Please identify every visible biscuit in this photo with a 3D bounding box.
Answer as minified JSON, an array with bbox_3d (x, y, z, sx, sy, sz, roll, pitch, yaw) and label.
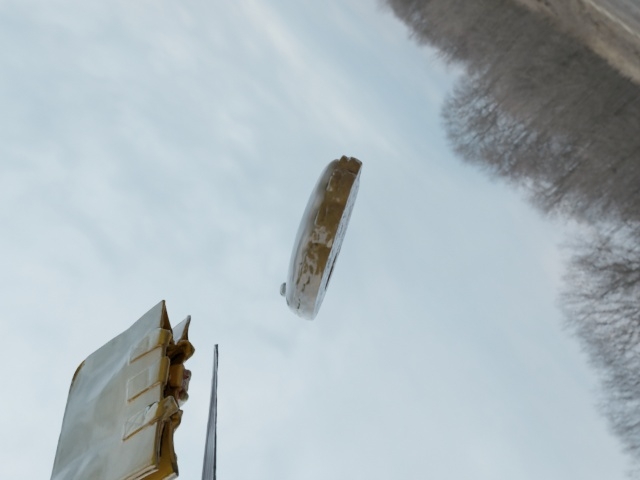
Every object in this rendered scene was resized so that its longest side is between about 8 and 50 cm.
[{"bbox_3d":[0.000,0.000,0.711,0.049,0.181,0.208,19,174,3],"label":"biscuit"}]

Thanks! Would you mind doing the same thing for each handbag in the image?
[{"bbox_3d":[-0.358,0.325,1.168,0.133,0.283,0.401,39,-159,-29],"label":"handbag"}]

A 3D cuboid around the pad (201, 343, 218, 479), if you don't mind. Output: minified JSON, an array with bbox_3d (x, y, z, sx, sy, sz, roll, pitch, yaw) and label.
[{"bbox_3d":[-0.065,0.211,0.322,0.005,0.202,0.300,5,-161,-11],"label":"pad"}]
